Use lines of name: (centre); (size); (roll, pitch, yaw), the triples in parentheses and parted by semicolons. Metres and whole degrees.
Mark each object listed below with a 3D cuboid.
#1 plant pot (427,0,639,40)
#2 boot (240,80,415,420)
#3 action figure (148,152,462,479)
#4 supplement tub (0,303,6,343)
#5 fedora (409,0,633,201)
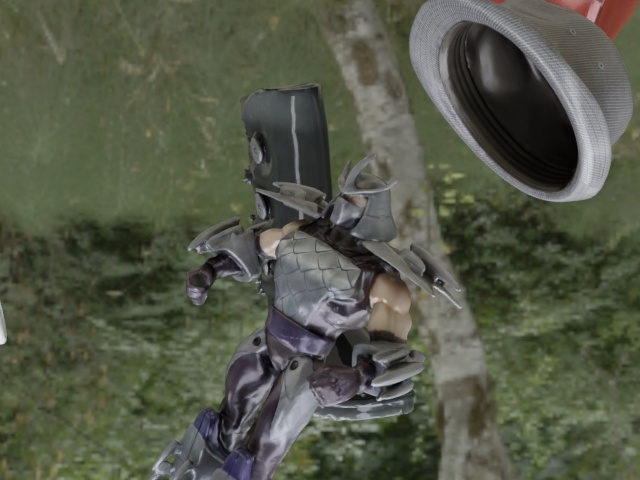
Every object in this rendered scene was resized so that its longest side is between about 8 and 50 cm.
plant pot: (0.346, -0.399, 1.517); (0.267, 0.267, 0.236); (37, 159, 5)
boot: (-0.001, 0.000, 1.433); (0.146, 0.445, 0.367); (-5, -173, -28)
action figure: (-0.023, 0.076, 0.638); (0.099, 0.285, 0.185); (18, -169, -40)
supplement tub: (-0.483, 0.115, 1.376); (0.107, 0.071, 0.071); (-10, 172, -13)
fedora: (0.238, -0.178, 1.126); (0.124, 0.275, 0.244); (-37, 163, -20)
